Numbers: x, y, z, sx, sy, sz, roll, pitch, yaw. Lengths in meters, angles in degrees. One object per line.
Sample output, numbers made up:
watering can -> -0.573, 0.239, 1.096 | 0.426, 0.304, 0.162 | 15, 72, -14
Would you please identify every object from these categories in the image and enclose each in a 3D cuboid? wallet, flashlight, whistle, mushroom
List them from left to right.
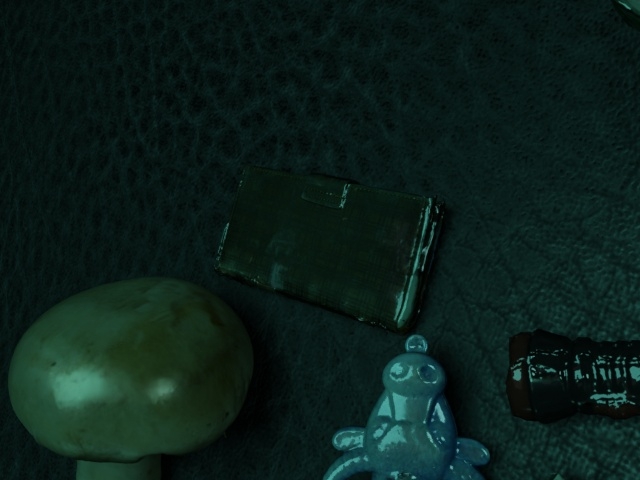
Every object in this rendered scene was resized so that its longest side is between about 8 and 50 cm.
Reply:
mushroom -> -0.226, 0.202, 0.887 | 0.292, 0.292, 0.290 | 23, 121, 37
wallet -> 0.000, 0.000, 0.890 | 0.317, 0.044, 0.169 | 14, 87, 39
whistle -> 0.091, 0.232, 0.723 | 0.180, 0.093, 0.269 | 2, 77, 9
flashlight -> 0.288, 0.123, 0.626 | 0.232, 0.093, 0.093 | -5, 72, 31

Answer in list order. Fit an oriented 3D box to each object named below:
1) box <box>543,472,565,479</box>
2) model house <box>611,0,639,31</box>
box -> 0.172, 0.350, 0.621 | 0.135, 0.079, 0.269 | 42, 102, 22
model house -> 0.377, -0.190, 0.573 | 0.202, 0.237, 0.237 | -46, 51, 16
